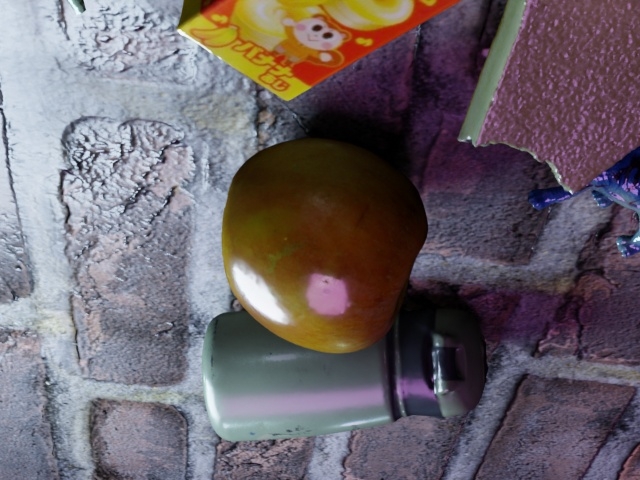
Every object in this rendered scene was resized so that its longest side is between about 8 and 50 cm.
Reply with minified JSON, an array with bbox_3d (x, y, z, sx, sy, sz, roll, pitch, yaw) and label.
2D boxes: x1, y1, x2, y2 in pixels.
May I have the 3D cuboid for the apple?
[{"bbox_3d":[0.000,0.000,1.595,0.208,0.237,0.237,22,150,8],"label":"apple"}]

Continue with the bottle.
[{"bbox_3d":[0.035,0.161,1.896,0.347,0.168,0.168,-4,147,7],"label":"bottle"}]

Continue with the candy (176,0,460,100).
[{"bbox_3d":[0.016,-0.235,1.321,0.146,0.088,0.276,30,142,-32],"label":"candy"}]

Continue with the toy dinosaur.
[{"bbox_3d":[0.312,-0.059,1.574,0.144,0.076,0.329,-31,123,35],"label":"toy dinosaur"}]

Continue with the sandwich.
[{"bbox_3d":[0.267,-0.139,1.382,0.245,0.063,0.212,10,122,-12],"label":"sandwich"}]

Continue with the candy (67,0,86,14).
[{"bbox_3d":[-0.264,-0.288,1.311,0.097,0.097,0.323,-3,156,14],"label":"candy"}]
